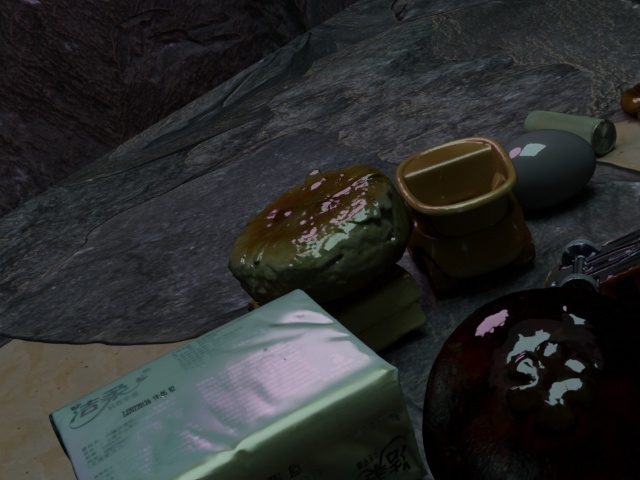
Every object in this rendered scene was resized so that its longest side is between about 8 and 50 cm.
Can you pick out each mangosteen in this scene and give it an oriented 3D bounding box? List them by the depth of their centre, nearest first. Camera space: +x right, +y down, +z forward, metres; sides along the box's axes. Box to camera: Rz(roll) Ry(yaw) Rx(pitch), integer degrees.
[{"bbox_3d":[0.274,0.217,1.152,0.306,0.359,0.306,-8,60,15],"label":"mangosteen"}]

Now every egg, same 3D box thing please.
[{"bbox_3d":[0.415,-0.134,1.888,0.199,0.146,0.146,-13,24,2],"label":"egg"}]

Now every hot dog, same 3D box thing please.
[{"bbox_3d":[0.683,-0.292,2.140,0.090,0.060,0.140,-21,17,6],"label":"hot dog"}]

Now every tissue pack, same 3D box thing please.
[{"bbox_3d":[-0.116,0.271,1.349,0.405,0.205,0.332,-27,25,-15],"label":"tissue pack"}]

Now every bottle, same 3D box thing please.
[{"bbox_3d":[0.515,-0.226,2.101,0.072,0.072,0.201,-30,26,-22],"label":"bottle"}]

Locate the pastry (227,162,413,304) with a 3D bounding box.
[{"bbox_3d":[0.000,0.000,1.644,0.330,0.136,0.329,-25,22,11],"label":"pastry"}]

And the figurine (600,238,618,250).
[{"bbox_3d":[0.489,0.036,1.564,0.178,0.109,0.130,-5,2,30],"label":"figurine"}]

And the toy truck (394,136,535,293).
[{"bbox_3d":[0.245,-0.044,1.749,0.204,0.211,0.288,-18,28,-1],"label":"toy truck"}]

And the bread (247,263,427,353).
[{"bbox_3d":[0.017,0.119,1.689,0.246,0.111,0.239,-28,22,-13],"label":"bread"}]

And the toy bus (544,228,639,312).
[{"bbox_3d":[0.482,0.041,1.409,0.329,0.153,0.143,-26,13,24],"label":"toy bus"}]
